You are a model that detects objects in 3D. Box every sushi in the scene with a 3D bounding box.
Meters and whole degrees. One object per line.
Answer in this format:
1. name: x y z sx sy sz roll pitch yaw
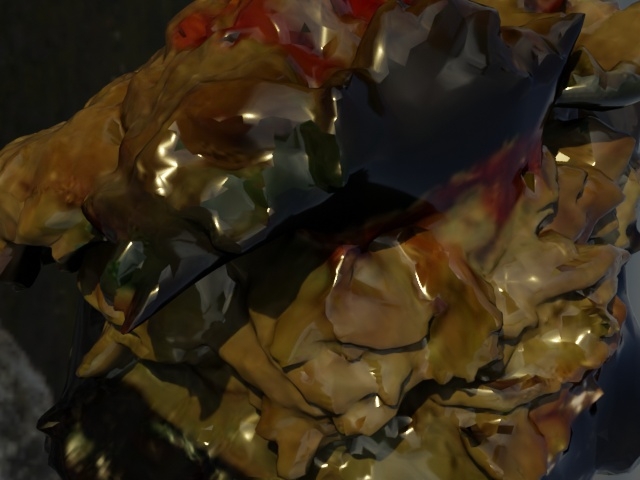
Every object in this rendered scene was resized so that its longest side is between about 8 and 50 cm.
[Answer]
1. sushi: -0.001 -0.005 0.478 0.238 0.225 0.219 -58 143 -39
